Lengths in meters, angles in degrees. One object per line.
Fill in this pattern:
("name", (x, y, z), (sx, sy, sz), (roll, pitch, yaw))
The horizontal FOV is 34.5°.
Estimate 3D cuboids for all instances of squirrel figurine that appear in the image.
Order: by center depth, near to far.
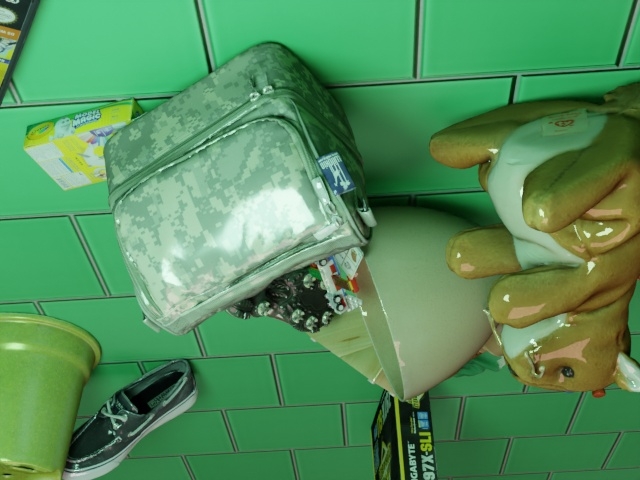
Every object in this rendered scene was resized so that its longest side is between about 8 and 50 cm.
("squirrel figurine", (0.364, 0.008, 1.310), (0.397, 0.281, 0.370), (-25, 118, -18))

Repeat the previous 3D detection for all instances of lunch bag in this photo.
("lunch bag", (-0.093, -0.048, 1.236), (0.305, 0.256, 0.212), (-28, 143, 17))

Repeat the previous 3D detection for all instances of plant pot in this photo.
("plant pot", (0.160, 0.068, 1.487), (0.191, 0.284, 0.284), (-17, 148, -5))
("plant pot", (-0.531, 0.301, 1.800), (0.276, 0.253, 0.276), (-2, 148, -1))

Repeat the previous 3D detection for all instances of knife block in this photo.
("knife block", (0.136, 0.127, 1.750), (0.276, 0.242, 0.088), (31, 175, 45))

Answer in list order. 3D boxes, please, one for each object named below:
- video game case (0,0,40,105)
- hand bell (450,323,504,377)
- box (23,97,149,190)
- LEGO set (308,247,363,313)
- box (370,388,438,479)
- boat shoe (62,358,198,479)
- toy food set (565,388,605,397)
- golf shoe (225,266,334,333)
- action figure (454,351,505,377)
("video game case", (-0.457, -0.261, 1.116), (0.275, 0.035, 0.248), (13, 145, -24))
("hand bell", (0.263, 0.188, 1.772), (0.126, 0.126, 0.242), (23, 134, -34))
("box", (-0.279, -0.126, 1.337), (0.179, 0.043, 0.105), (-10, 147, 16))
("LEGO set", (0.000, 0.000, 1.472), (0.060, 0.182, 0.244), (-30, 161, -23))
("box", (0.163, 0.434, 2.059), (0.079, 0.257, 0.322), (2, 148, -5))
("boat shoe", (-0.357, 0.321, 1.884), (0.301, 0.108, 0.102), (-31, 145, -22))
("toy food set", (0.439, 0.203, 1.850), (0.111, 0.104, 0.232), (-16, 146, 20))
("golf shoe", (-0.076, 0.075, 1.641), (0.120, 0.105, 0.273), (20, -179, 41))
("action figure", (0.213, 0.199, 1.869), (0.232, 0.063, 0.137), (18, 145, -35))
